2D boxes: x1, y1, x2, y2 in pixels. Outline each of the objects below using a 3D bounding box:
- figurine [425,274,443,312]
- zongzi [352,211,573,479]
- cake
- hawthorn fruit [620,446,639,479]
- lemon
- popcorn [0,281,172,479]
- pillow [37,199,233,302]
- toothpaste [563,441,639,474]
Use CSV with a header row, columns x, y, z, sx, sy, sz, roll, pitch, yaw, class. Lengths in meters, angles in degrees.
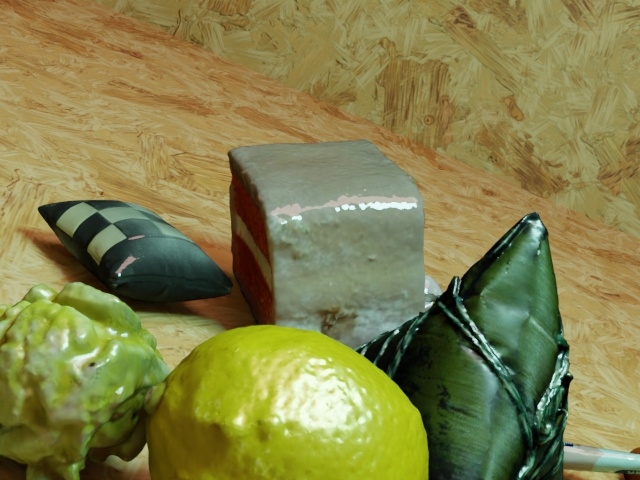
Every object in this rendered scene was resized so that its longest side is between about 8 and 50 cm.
x,y,z,sx,sy,sz,roll,pitch,yaw,class
0.150,0.106,1.713,0.137,0.112,0.229,37,8,20,figurine
0.105,0.173,1.258,0.362,0.319,0.383,15,-25,17,zongzi
0.000,0.000,1.573,0.230,0.237,0.309,-6,24,-17,cake
0.442,0.311,1.502,0.077,0.077,0.077,20,17,-6,hawthorn fruit
-0.027,0.197,1.027,0.288,0.233,0.233,31,16,-11,lemon
-0.237,0.138,1.059,0.167,0.187,0.185,-14,22,19,popcorn
-0.254,0.011,1.512,0.186,0.106,0.250,7,18,-40,pillow
0.367,0.284,1.443,0.205,0.036,0.056,5,-17,9,toothpaste
